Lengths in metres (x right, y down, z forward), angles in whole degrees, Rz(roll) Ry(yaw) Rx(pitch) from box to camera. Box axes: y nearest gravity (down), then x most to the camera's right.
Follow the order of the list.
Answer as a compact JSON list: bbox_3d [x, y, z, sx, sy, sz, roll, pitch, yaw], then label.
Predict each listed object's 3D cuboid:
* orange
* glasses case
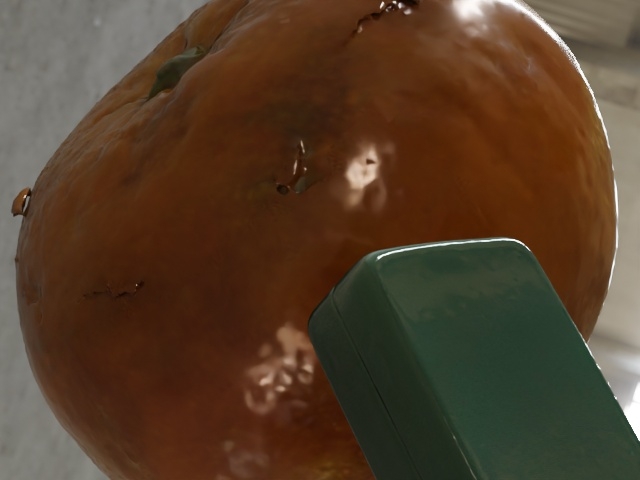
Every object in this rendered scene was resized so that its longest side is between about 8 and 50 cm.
[{"bbox_3d":[0.000,0.000,0.757,0.284,0.226,0.284,-33,-155,17],"label":"orange"},{"bbox_3d":[0.068,0.085,0.502,0.078,0.184,0.039,-5,148,-40],"label":"glasses case"}]
